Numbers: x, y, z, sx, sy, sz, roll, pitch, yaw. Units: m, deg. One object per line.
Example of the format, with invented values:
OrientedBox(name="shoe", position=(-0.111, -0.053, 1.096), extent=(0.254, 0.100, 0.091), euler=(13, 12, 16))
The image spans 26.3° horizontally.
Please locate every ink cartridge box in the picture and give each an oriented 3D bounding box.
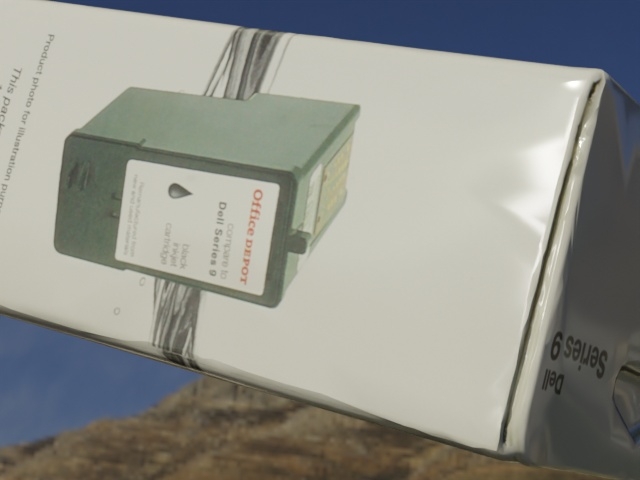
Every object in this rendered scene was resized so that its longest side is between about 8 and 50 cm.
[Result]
OrientedBox(name="ink cartridge box", position=(0.000, 0.000, 0.540), extent=(0.289, 0.121, 0.211), euler=(13, -4, 31))
